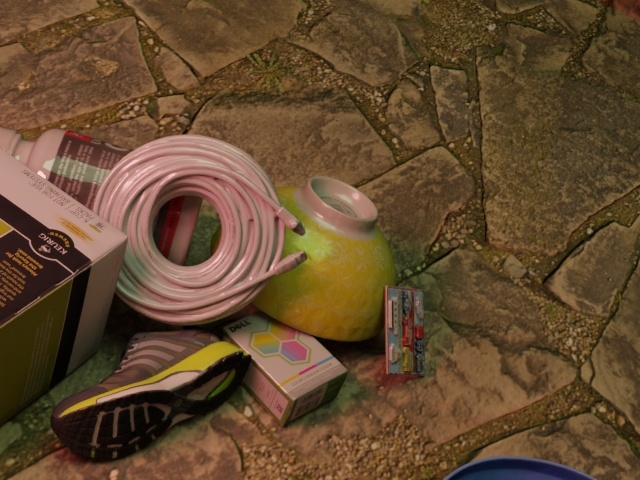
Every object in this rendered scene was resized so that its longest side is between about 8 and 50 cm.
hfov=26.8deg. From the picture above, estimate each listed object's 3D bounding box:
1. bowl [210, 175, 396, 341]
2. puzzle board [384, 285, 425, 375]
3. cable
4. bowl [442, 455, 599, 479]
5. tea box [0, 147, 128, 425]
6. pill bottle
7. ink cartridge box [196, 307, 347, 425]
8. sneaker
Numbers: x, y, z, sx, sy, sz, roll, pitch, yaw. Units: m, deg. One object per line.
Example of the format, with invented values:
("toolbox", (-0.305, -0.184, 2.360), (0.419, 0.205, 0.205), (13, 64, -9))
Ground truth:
("bowl", (0.000, 0.000, 1.968), (0.289, 0.156, 0.289), (23, 25, -12))
("puzzle board", (0.125, 0.132, 1.951), (0.096, 0.011, 0.128), (9, 77, -53))
("cable", (-0.177, -0.015, 1.808), (0.257, 0.257, 0.089), (54, -2, -6))
("bowl", (0.292, 0.449, 1.699), (0.391, 0.077, 0.391), (13, 39, -11))
("tea box", (-0.480, 0.053, 1.691), (0.329, 0.220, 0.323), (34, 39, 16))
("pill bottle", (-0.334, -0.058, 1.922), (0.318, 0.176, 0.176), (16, 39, -7))
("ink cartridge box", (-0.075, 0.154, 1.884), (0.109, 0.062, 0.209), (-23, 56, -41))
("sneaker", (-0.235, 0.189, 1.755), (0.121, 0.111, 0.300), (34, 34, 31))
